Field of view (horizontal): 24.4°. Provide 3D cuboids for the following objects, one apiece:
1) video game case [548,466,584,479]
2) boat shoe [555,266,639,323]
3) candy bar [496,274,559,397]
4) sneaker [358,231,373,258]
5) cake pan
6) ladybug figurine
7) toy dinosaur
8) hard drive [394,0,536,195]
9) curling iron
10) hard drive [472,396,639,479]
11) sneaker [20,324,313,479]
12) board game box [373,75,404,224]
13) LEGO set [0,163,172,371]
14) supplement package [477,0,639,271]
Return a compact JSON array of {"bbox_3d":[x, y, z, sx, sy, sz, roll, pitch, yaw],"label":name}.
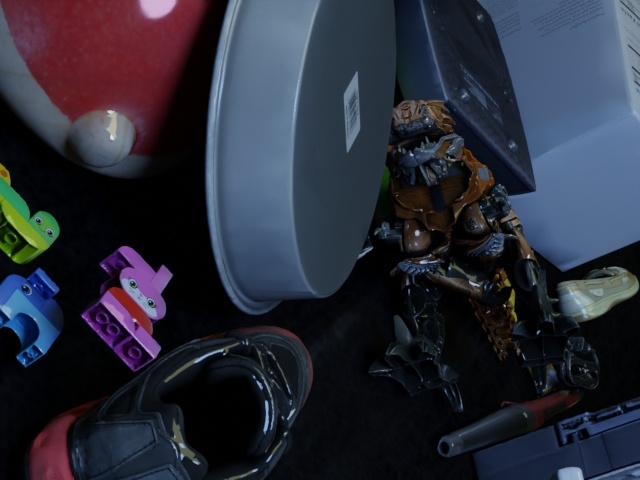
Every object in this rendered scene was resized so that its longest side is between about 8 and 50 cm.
[{"bbox_3d":[0.186,0.294,1.152,0.201,0.023,0.183,102,-18,-63],"label":"video game case"},{"bbox_3d":[0.295,0.049,1.583,0.153,0.056,0.048,-23,92,-51],"label":"boat shoe"},{"bbox_3d":[0.189,0.079,1.437,0.040,0.018,0.161,-34,98,-55],"label":"candy bar"},{"bbox_3d":[0.000,0.000,1.189,0.109,0.043,0.040,0,70,-54],"label":"sneaker"},{"bbox_3d":[-0.004,-0.089,1.042,0.293,0.054,0.293,8,90,-74],"label":"cake pan"},{"bbox_3d":[-0.133,-0.249,1.054,0.305,0.162,0.449,28,47,-45],"label":"ladybug figurine"},{"bbox_3d":[0.133,0.015,1.265,0.322,0.164,0.218,33,40,-41],"label":"toy dinosaur"},{"bbox_3d":[0.126,-0.167,1.405,0.172,0.054,0.255,40,30,-39],"label":"hard drive"},{"bbox_3d":[0.181,0.148,1.351,0.274,0.035,0.068,-19,104,-50],"label":"curling iron"},{"bbox_3d":[0.324,0.198,1.346,0.339,0.237,0.064,17,54,-51],"label":"hard drive"},{"bbox_3d":[-0.061,0.108,0.936,0.276,0.135,0.098,-24,87,-60],"label":"sneaker"},{"bbox_3d":[0.064,-0.115,1.373,0.124,0.039,0.259,56,29,-13],"label":"board game box"},{"bbox_3d":[-0.188,-0.017,0.888,0.227,0.087,0.093,48,31,-13],"label":"LEGO set"},{"bbox_3d":[0.270,-0.148,1.544,0.198,0.199,0.263,34,43,-41],"label":"supplement package"}]
